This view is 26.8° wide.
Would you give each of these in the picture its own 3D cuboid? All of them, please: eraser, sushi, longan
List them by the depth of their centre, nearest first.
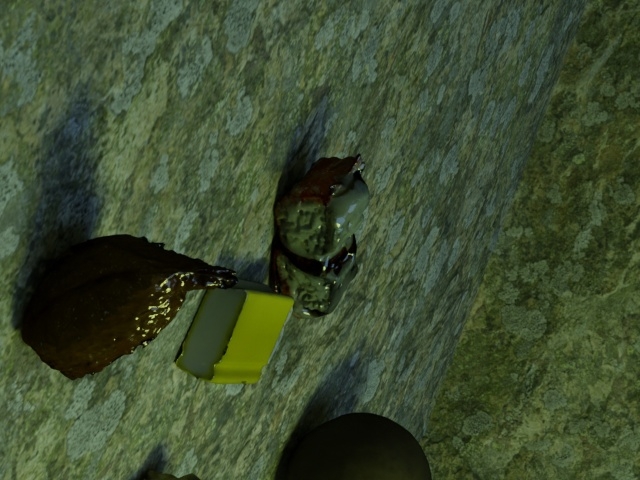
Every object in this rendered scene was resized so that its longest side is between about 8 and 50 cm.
[{"bbox_3d":[-0.231,0.058,1.542,0.287,0.149,0.140,-34,144,23],"label":"sushi"},{"bbox_3d":[-0.127,0.141,2.059,0.158,0.069,0.226,-68,161,2],"label":"eraser"},{"bbox_3d":[0.000,0.000,2.125,0.124,0.130,0.332,-52,156,-42],"label":"sushi"},{"bbox_3d":[0.077,0.493,2.690,0.319,0.319,0.319,-53,158,-33],"label":"longan"}]

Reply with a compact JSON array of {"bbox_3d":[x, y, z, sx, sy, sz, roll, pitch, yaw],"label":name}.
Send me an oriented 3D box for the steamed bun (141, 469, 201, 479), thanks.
[{"bbox_3d":[-0.256,0.456,2.058,0.177,0.106,0.192,86,25,-48],"label":"steamed bun"}]
